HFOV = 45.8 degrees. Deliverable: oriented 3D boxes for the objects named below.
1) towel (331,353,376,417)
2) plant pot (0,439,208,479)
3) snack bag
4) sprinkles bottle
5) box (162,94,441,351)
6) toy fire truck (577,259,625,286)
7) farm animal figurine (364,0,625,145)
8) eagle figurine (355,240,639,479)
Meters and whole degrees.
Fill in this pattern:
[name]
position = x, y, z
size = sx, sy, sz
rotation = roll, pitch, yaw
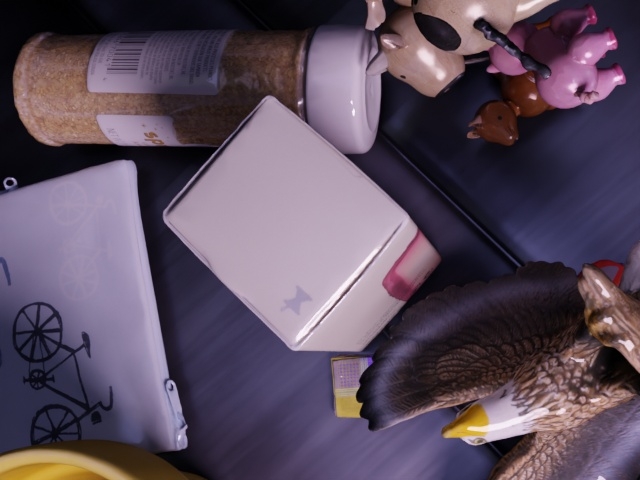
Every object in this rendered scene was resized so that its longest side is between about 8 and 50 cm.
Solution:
[towel]
position = 0.051, 0.139, 0.723
size = 0.083, 0.009, 0.060
rotation = -2, 80, 14
[plant pot]
position = -0.170, 0.289, 0.633
size = 0.253, 0.239, 0.254
rotation = -2, 80, 13
[snack bag]
position = -0.318, 0.093, 0.809
size = 0.342, 0.037, 0.323
rotation = -16, 78, 12
[sprinkles bottle]
position = -0.121, -0.151, 0.756
size = 0.355, 0.121, 0.121
rotation = 3, 82, 15
[box]
position = 0.000, 0.000, 0.642
size = 0.148, 0.232, 0.127
rotation = 43, 93, 16
[toy fire truck]
position = 0.319, 0.049, 0.641
size = 0.192, 0.047, 0.135
rotation = 24, 63, 30
[farm animal figurine]
position = 0.094, -0.213, 0.607
size = 0.172, 0.330, 0.327
rotation = -23, 77, 14
[eagle figurine]
position = 0.173, 0.123, 0.592
size = 0.225, 0.298, 0.227
rotation = 16, 61, -9
